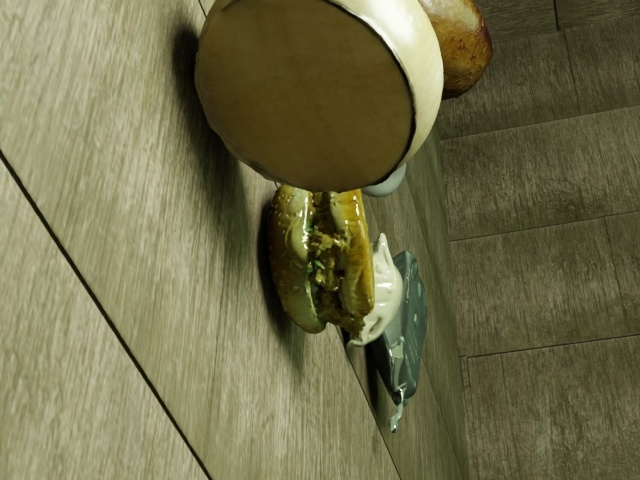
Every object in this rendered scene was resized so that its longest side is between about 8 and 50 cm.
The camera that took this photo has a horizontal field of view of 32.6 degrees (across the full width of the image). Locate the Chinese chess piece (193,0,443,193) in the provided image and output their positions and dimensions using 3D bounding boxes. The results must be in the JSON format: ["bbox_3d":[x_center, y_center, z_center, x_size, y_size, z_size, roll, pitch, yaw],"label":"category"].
[{"bbox_3d":[-0.002,-0.170,1.122,0.104,0.257,0.257,-62,143,-46],"label":"Chinese chess piece"}]

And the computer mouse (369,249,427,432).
[{"bbox_3d":[0.119,0.172,1.858,0.379,0.090,0.167,-79,157,-46],"label":"computer mouse"}]

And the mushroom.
[{"bbox_3d":[0.139,-0.360,1.883,0.239,0.345,0.345,-62,178,16],"label":"mushroom"}]

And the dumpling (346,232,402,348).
[{"bbox_3d":[0.075,0.074,1.694,0.134,0.100,0.169,-125,-154,-83],"label":"dumpling"}]

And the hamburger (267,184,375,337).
[{"bbox_3d":[0.000,0.000,1.336,0.189,0.122,0.215,76,7,-52],"label":"hamburger"}]

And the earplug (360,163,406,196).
[{"bbox_3d":[0.096,-0.191,1.810,0.325,0.175,0.214,81,-4,-82],"label":"earplug"}]
